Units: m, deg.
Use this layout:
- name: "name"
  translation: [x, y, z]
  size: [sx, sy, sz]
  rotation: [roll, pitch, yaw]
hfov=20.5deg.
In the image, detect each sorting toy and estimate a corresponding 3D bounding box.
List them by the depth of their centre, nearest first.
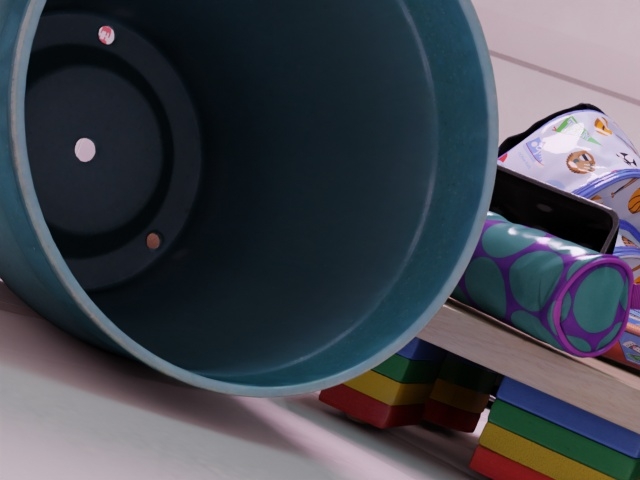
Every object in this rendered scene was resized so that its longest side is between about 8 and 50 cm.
- name: "sorting toy"
  translation: [0.121, 0.099, 1.136]
  size: [0.257, 0.089, 0.255]
  rotation: [23, 3, 17]

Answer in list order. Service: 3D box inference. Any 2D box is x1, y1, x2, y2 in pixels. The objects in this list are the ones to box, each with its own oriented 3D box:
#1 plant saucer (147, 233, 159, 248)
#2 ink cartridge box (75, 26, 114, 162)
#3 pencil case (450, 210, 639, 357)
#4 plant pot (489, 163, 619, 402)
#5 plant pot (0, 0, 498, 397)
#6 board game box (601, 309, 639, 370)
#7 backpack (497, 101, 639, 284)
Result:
- name: "plant saucer"
  translation: [-0.150, -0.005, 1.605]
  size: [0.168, 0.029, 0.168]
  rotation: [22, 2, -1]
- name: "ink cartridge box"
  translation: [-0.242, -0.158, 1.789]
  size: [0.131, 0.226, 0.306]
  rotation: [18, 6, -39]
- name: "pencil case"
  translation: [0.118, 0.018, 1.049]
  size: [0.070, 0.064, 0.152]
  rotation: [-3, 17, -33]
- name: "plant pot"
  translation: [0.150, 0.048, 1.552]
  size: [0.188, 0.187, 0.167]
  rotation: [23, -9, 22]
- name: "plant pot"
  translation: [-0.085, -0.058, 0.973]
  size: [0.272, 0.271, 0.255]
  rotation: [21, -11, -28]
- name: "board game box"
  translation: [0.291, 0.088, 1.160]
  size: [0.281, 0.027, 0.145]
  rotation: [21, 11, 8]
- name: "backpack"
  translation: [0.227, 0.006, 1.755]
  size: [0.213, 0.263, 0.276]
  rotation: [49, 6, 28]
